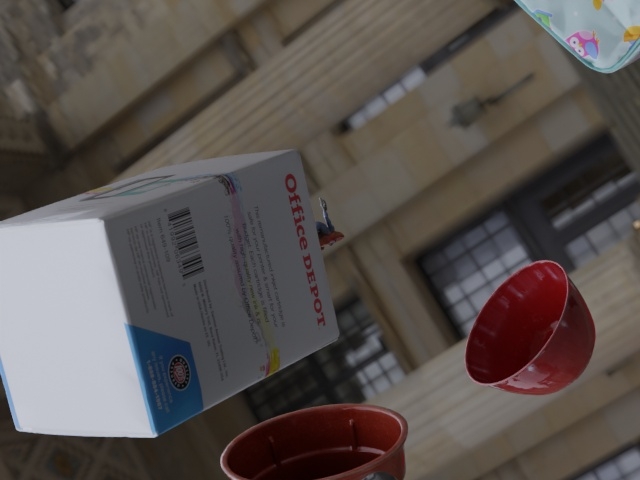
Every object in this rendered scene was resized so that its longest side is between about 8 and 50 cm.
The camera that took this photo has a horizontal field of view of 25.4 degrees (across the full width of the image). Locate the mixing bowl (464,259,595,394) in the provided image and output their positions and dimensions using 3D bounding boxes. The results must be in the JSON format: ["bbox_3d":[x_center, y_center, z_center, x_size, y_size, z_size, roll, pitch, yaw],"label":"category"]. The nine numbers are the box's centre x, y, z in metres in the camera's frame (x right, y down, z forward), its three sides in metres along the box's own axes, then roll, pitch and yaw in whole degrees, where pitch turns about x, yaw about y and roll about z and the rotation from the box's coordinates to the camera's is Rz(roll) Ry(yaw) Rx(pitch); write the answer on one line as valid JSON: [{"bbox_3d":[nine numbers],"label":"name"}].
[{"bbox_3d":[0.278,0.125,1.783,0.098,0.181,0.181,34,-150,-22],"label":"mixing bowl"}]

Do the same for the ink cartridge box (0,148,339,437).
[{"bbox_3d":[-0.151,0.044,1.345,0.270,0.197,0.198,-23,-76,-49],"label":"ink cartridge box"}]

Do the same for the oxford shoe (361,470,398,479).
[{"bbox_3d":[0.026,0.367,1.805,0.076,0.212,0.076,37,-149,-48],"label":"oxford shoe"}]

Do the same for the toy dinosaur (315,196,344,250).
[{"bbox_3d":[0.000,0.000,1.493,0.082,0.047,0.090,19,-147,-43],"label":"toy dinosaur"}]

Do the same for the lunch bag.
[{"bbox_3d":[0.343,-0.336,1.598,0.224,0.279,0.108,43,-135,13],"label":"lunch bag"}]

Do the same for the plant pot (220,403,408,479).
[{"bbox_3d":[0.014,0.410,2.050,0.272,0.272,0.265,-48,-50,-66],"label":"plant pot"}]
